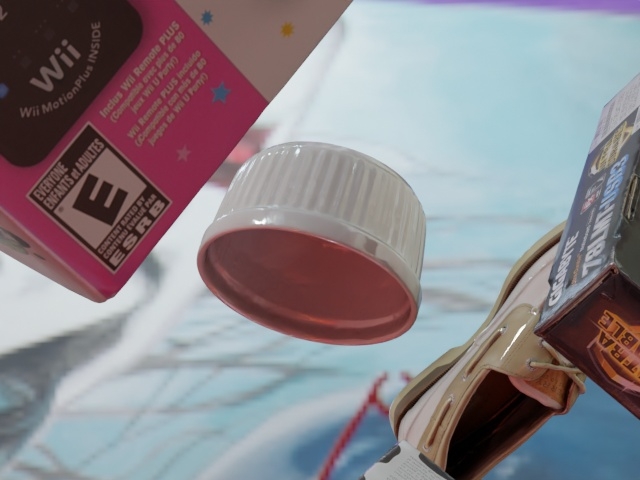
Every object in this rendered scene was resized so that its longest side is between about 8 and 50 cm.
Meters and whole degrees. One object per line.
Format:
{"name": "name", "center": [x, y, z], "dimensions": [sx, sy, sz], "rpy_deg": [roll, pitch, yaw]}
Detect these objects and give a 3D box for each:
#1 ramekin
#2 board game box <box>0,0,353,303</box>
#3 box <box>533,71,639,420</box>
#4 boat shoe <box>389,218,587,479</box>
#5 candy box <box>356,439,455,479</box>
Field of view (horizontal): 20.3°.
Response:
{"name": "ramekin", "center": [0.000, 0.000, 1.626], "dimensions": [0.207, 0.207, 0.109], "rpy_deg": [82, -159, -59]}
{"name": "board game box", "center": [-0.100, -0.160, 0.448], "dimensions": [0.224, 0.097, 0.303], "rpy_deg": [-53, -51, -10]}
{"name": "box", "center": [0.275, 0.052, 1.039], "dimensions": [0.073, 0.295, 0.293], "rpy_deg": [-47, 8, 34]}
{"name": "boat shoe", "center": [0.184, 0.101, 1.507], "dimensions": [0.302, 0.113, 0.103], "rpy_deg": [-50, 28, 21]}
{"name": "candy box", "center": [-0.014, 0.196, 0.777], "dimensions": [0.165, 0.070, 0.196], "rpy_deg": [-58, -12, 24]}
